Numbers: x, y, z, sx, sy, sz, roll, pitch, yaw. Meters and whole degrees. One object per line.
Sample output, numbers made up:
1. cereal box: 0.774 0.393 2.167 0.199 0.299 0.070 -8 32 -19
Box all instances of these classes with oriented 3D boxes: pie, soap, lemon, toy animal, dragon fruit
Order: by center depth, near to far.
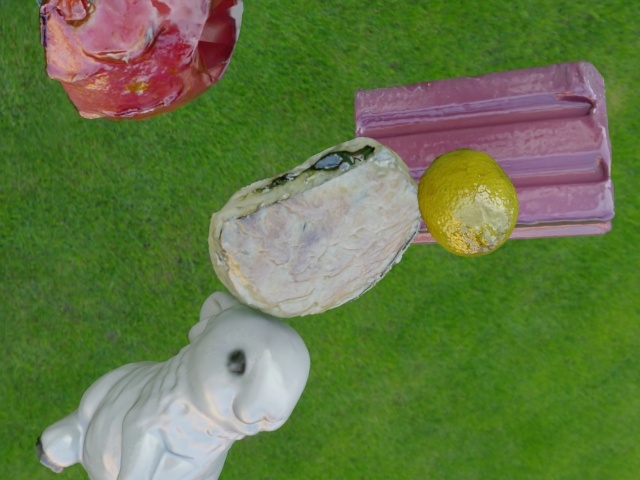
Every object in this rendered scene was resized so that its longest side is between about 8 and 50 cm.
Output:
1. lemon: 0.123 -0.030 0.622 0.082 0.110 0.082 -3 132 -3
2. dragon fruit: -0.168 -0.238 0.741 0.189 0.163 0.261 11 101 -17
3. pie: 0.001 0.002 0.747 0.218 0.052 0.185 -23 126 -2
4. toy animal: -0.148 0.190 0.875 0.357 0.258 0.194 -39 102 26
5. soap: 0.230 -0.119 1.084 0.360 0.233 0.128 -3 167 22

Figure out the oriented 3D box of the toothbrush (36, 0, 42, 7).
1. toothbrush: -0.316 -0.265 0.866 0.016 0.219 0.019 -11 147 -34
